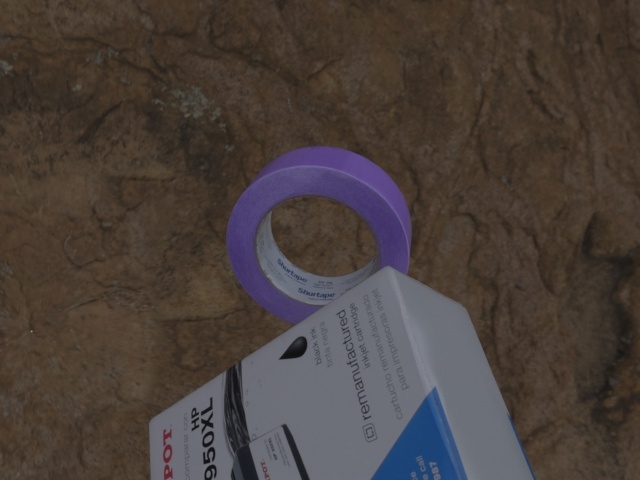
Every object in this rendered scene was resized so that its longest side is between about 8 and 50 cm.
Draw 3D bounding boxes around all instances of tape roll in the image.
[{"bbox_3d":[0.000,0.000,0.866,0.275,0.274,0.090,46,26,-13],"label":"tape roll"}]

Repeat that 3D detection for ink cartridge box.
[{"bbox_3d":[0.001,0.258,0.600,0.166,0.395,0.286,28,36,-42],"label":"ink cartridge box"}]
